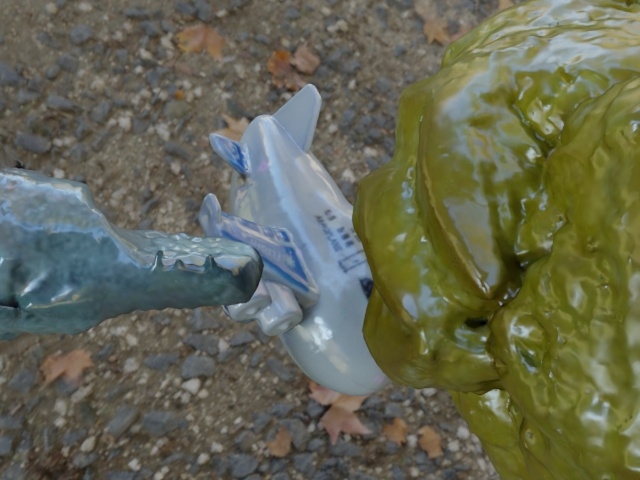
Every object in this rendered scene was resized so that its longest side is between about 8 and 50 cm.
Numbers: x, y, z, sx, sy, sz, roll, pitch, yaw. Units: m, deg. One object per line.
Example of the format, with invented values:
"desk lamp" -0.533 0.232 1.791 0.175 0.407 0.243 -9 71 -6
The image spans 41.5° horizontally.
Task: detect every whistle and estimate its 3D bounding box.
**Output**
"whistle" -0.212 0.011 0.534 0.348 0.189 0.189 12 54 -9

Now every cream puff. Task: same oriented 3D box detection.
"cream puff" 0.143 0.005 0.464 0.274 0.323 0.270 8 4 15

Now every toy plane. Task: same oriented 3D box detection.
"toy plane" -0.004 0.003 0.708 0.267 0.122 0.267 34 35 -29
